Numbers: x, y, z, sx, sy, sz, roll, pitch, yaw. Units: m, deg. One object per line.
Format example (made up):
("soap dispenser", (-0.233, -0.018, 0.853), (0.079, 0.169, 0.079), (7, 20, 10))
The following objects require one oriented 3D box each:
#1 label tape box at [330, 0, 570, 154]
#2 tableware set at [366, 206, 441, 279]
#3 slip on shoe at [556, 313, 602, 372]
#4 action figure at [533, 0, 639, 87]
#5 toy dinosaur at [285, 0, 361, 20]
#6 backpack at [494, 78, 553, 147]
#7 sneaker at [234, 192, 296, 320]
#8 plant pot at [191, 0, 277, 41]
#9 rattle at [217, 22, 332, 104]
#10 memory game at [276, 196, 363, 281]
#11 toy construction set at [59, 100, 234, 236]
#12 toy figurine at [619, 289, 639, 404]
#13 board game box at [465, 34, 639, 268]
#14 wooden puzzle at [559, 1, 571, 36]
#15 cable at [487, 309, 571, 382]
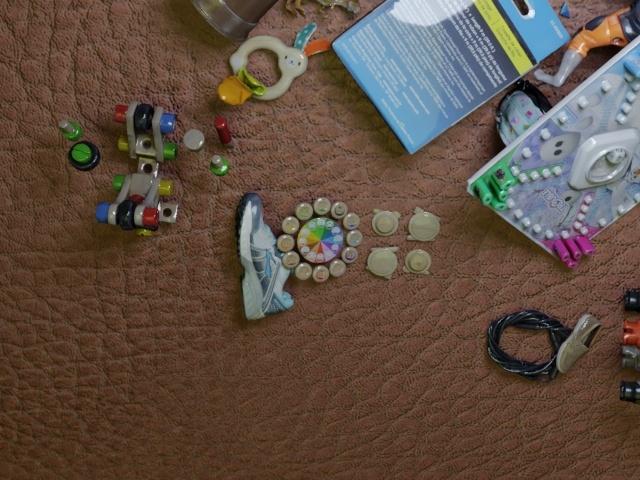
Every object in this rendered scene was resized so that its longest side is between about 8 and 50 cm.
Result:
("label tape box", (0.228, -0.361, 1.368), (0.348, 0.115, 0.249), (-36, 103, 8))
("tableware set", (0.172, 0.006, 1.577), (0.141, 0.020, 0.168), (7, 111, 3))
("slip on shoe", (0.540, 0.220, 1.574), (0.051, 0.041, 0.135), (29, 94, -32))
("action figure", (0.580, -0.344, 1.265), (0.341, 0.178, 0.330), (20, 133, -20))
("toy dinosaur", (-0.023, -0.472, 1.403), (0.211, 0.064, 0.112), (38, 81, -3))
("backpack", (0.390, -0.201, 1.374), (0.152, 0.182, 0.115), (37, 112, -8))
("sneaker", (-0.115, 0.029, 1.598), (0.122, 0.110, 0.283), (-7, 114, -8))
("plant pot", (-0.130, -0.471, 1.341), (0.165, 0.167, 0.167), (-33, 104, 25))
("rattle", (-0.087, -0.335, 1.418), (0.200, 0.143, 0.130), (-13, 91, 19))
("memory game", (0.000, 0.000, 1.565), (0.186, 0.012, 0.186), (-5, 108, -15))
("toy construction set", (-0.317, -0.138, 1.526), (0.309, 0.237, 0.257), (-18, 78, -3))
("toy figurine", (0.671, 0.213, 1.481), (0.148, 0.213, 0.209), (3, 112, 22))
("board game box", (0.508, -0.133, 1.335), (0.390, 0.050, 0.390), (-42, 138, 20))
("wooden puzzle", (0.412, -0.379, 1.391), (0.116, 0.014, 0.078), (-31, 109, 18))
("cable", (0.444, 0.220, 1.607), (0.184, 0.047, 0.150), (29, 113, -3))
